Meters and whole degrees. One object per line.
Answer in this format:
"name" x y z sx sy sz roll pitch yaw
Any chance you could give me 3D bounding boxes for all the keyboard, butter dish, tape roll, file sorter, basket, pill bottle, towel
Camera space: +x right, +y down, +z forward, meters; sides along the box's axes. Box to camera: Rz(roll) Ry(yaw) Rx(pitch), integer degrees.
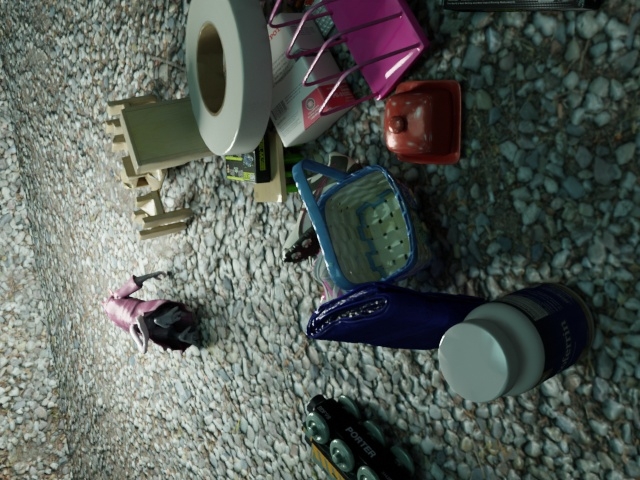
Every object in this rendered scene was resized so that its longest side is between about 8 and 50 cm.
"keyboard" -0.018 -0.466 1.508 0.072 0.014 0.256 52 133 9
"butter dish" 0.176 -0.222 1.290 0.160 0.118 0.160 11 107 46
"tape roll" -0.215 -0.387 1.535 0.392 0.072 0.392 30 124 57
"file sorter" 0.027 -0.416 1.297 0.291 0.182 0.202 62 154 7
"basket" 0.078 -0.027 1.298 0.201 0.289 0.255 -32 69 36
"pill bottle" 0.321 0.165 1.114 0.153 0.264 0.153 13 109 45
"towel" 0.154 0.143 1.270 0.227 0.308 0.076 -25 60 46

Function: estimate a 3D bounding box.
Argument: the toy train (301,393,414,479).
"toy train" 0.078 0.504 1.553 0.334 0.142 0.190 39 134 35

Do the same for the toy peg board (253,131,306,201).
"toy peg board" -0.099 -0.176 1.639 0.160 0.079 0.161 6 102 62

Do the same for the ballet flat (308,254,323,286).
"ballet flat" 0.000 0.000 1.578 0.068 0.072 0.213 -166 69 -73

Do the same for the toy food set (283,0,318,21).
"toy food set" -0.049 -0.527 1.532 0.122 0.019 0.078 12 108 45

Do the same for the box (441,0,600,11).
"box" 0.330 -0.487 1.109 0.270 0.060 0.216 18 112 43

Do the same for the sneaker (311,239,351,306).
"sneaker" 0.058 0.089 1.479 0.111 0.103 0.252 21 144 28

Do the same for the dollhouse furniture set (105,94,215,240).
"dollhouse furniture set" -0.420 -0.241 1.900 0.362 0.256 0.394 71 158 8

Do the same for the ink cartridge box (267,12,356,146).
"ink cartridge box" -0.052 -0.354 1.501 0.172 0.100 0.237 -33 81 45

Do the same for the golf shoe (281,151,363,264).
"golf shoe" -0.001 -0.066 1.497 0.273 0.105 0.120 -49 60 14

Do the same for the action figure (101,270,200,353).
"action figure" -0.560 0.244 2.084 0.370 0.275 0.248 14 116 30

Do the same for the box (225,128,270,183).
"box" -0.182 -0.235 1.649 0.190 0.045 0.184 14 112 60
